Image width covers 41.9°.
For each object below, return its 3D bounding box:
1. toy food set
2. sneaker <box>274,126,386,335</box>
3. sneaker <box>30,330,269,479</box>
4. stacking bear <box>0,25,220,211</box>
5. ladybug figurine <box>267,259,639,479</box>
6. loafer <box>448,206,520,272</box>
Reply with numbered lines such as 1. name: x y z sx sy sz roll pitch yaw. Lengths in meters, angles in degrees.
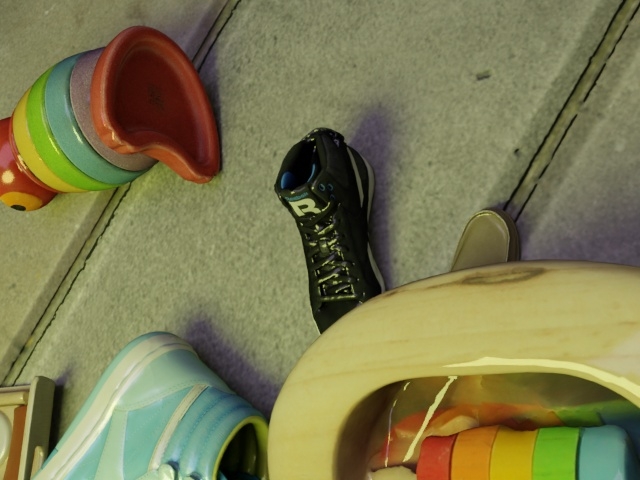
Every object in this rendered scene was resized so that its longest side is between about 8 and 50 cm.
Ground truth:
1. toy food set: -0.433 0.272 0.936 0.306 0.092 0.219 -8 70 25
2. sneaker: 0.000 0.000 0.779 0.079 0.121 0.216 -13 68 25
3. sneaker: -0.165 0.263 0.778 0.208 0.127 0.319 26 88 34
4. stacking bear: -0.282 -0.118 0.958 0.289 0.175 0.164 -17 68 30
5. ladybug figurine: 0.166 0.159 0.579 0.449 0.162 0.305 -6 94 37
6. loafer: 0.137 0.038 0.735 0.056 0.050 0.148 7 77 30
